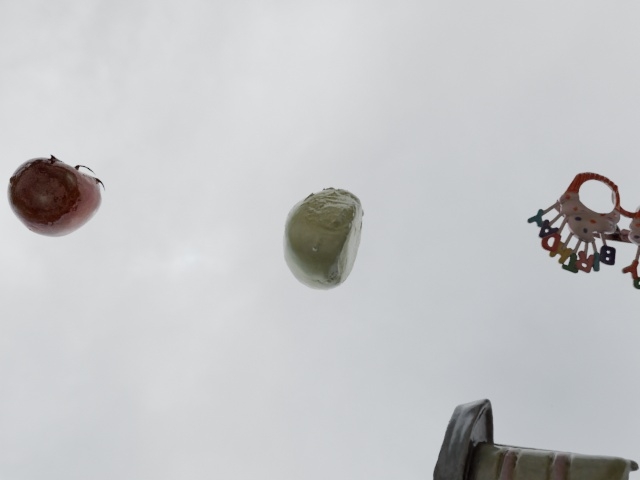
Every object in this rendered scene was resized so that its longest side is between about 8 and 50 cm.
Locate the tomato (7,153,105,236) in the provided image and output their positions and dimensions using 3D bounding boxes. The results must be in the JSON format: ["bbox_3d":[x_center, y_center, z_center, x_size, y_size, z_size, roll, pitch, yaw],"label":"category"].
[{"bbox_3d":[-0.506,-0.079,1.081,0.167,0.167,0.167,-6,-108,21],"label":"tomato"}]

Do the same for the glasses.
[{"bbox_3d":[0.441,0.000,0.873,0.255,0.095,0.162,19,-114,5],"label":"glasses"}]

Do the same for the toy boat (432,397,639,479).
[{"bbox_3d":[0.304,0.419,0.907,0.293,0.111,0.276,14,-104,48],"label":"toy boat"}]

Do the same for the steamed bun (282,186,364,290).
[{"bbox_3d":[0.000,0.000,0.698,0.090,0.113,0.130,10,-136,12],"label":"steamed bun"}]
